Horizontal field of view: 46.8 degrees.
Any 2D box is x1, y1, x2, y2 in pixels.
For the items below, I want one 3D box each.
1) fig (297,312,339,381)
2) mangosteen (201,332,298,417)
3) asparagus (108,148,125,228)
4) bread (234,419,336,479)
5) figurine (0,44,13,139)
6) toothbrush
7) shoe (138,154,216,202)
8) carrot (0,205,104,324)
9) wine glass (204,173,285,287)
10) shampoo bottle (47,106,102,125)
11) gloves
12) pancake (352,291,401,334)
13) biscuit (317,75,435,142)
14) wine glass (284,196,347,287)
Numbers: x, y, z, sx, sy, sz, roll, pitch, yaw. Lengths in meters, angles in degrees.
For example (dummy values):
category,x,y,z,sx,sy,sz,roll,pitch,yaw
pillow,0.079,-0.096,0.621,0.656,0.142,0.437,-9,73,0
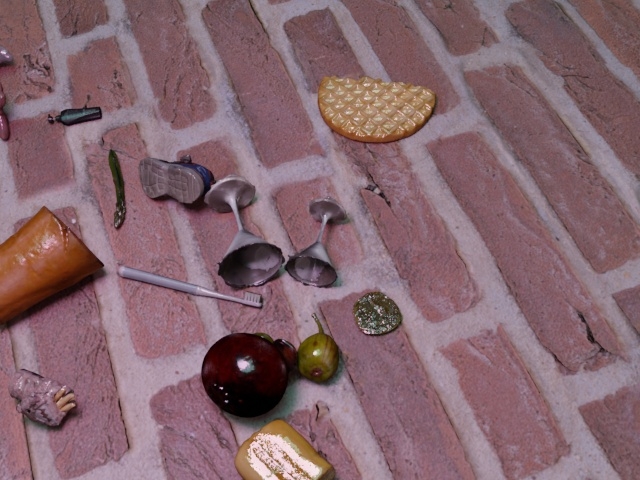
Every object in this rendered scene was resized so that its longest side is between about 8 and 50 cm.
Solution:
category,x,y,z,sx,sy,sz,roll,pitch,yaw
fig,-0.001,0.207,1.529,0.093,0.093,0.166,4,57,6
mangosteen,-0.137,0.256,1.468,0.199,0.200,0.200,-2,57,2
asparagus,-0.497,-0.127,1.808,0.034,0.027,0.236,-1,56,-22
bread,-0.067,0.431,1.390,0.173,0.085,0.134,40,71,23
figurine,-0.920,-0.448,1.976,0.193,0.154,0.421,-8,51,-23
toothbrush,-0.292,0.102,1.649,0.342,0.025,0.030,10,93,11
shoe,-0.336,-0.156,1.775,0.227,0.099,0.125,16,29,36
carrot,-0.631,0.068,1.611,0.254,0.196,0.196,-42,64,-13
wine glass,-0.179,-0.027,1.663,0.156,0.156,0.232,-16,53,-7
shampoo bottle,-0.647,-0.328,1.947,0.137,0.027,0.048,-9,66,-2
gloves,-0.564,0.316,1.489,0.144,0.110,0.094,14,63,46
pancake,0.121,0.157,1.595,0.108,0.017,0.108,-1,54,1
biscuit,0.133,-0.338,1.899,0.308,0.040,0.205,10,59,10
wine glass,0.000,0.000,1.651,0.122,0.122,0.183,10,56,10
